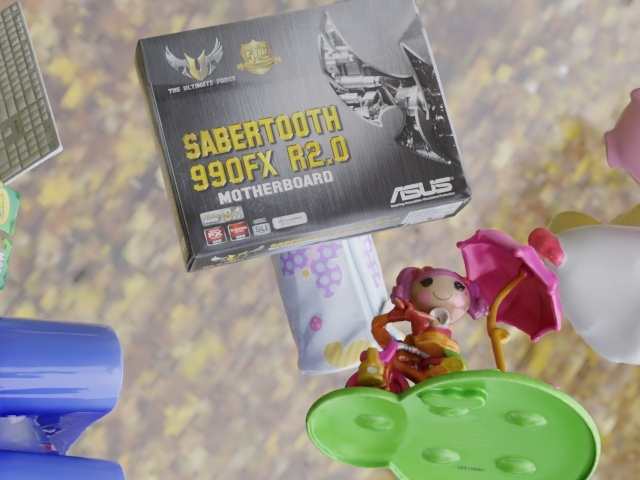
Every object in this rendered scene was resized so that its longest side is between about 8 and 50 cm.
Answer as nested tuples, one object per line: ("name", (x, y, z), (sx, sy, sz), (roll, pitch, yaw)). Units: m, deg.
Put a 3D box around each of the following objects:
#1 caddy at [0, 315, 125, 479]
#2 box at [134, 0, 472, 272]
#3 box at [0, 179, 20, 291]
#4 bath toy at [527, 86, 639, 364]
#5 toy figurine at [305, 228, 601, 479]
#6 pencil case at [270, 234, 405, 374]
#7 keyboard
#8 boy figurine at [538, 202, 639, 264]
("caddy", (-0.285, 0.192, 1.662), (0.179, 0.241, 0.341), (2, 161, -19))
("box", (-0.015, -0.088, 1.507), (0.231, 0.183, 0.056), (-11, 168, -13))
("box", (-0.349, -0.023, 1.652), (0.179, 0.043, 0.105), (21, 64, -31))
("bath toy", (0.268, -0.079, 1.350), (0.348, 0.129, 0.151), (-58, -172, 9))
("toy figurine", (0.085, 0.063, 1.167), (0.130, 0.173, 0.159), (93, 4, -46))
("pencil case", (0.000, 0.000, 1.901), (0.113, 0.273, 0.124), (-16, 178, -21))
("keyboard", (-0.311, -0.150, 1.907), (0.072, 0.256, 0.014), (-28, 134, 4))
("boy figurine", (0.308, 0.001, 1.546), (0.177, 0.285, 0.092), (26, 59, -44))
